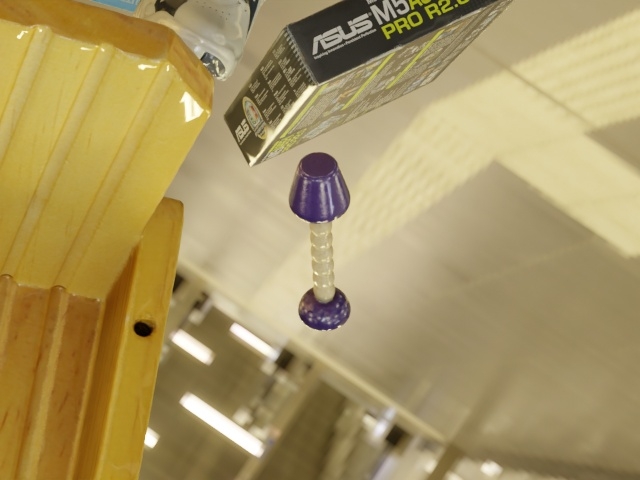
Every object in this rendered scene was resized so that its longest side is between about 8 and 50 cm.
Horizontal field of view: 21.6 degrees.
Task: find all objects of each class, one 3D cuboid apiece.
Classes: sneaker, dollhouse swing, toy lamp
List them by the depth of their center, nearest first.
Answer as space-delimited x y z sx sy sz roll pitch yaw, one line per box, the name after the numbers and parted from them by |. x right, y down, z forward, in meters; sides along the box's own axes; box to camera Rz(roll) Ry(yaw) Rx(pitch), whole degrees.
-0.254 0.035 1.022 0.347 0.315 0.305 14 162 -17 | dollhouse swing
-0.067 -0.226 1.346 0.094 0.153 0.235 32 -162 -4 | sneaker
0.000 0.000 2.109 0.080 0.080 0.275 31 145 25 | toy lamp

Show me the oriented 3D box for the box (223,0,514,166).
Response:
0.042 -0.166 1.506 0.060 0.216 0.270 63 162 5 | box

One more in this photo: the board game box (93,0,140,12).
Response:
-0.229 -0.305 1.734 0.242 0.064 0.316 13 -164 -23 | board game box
